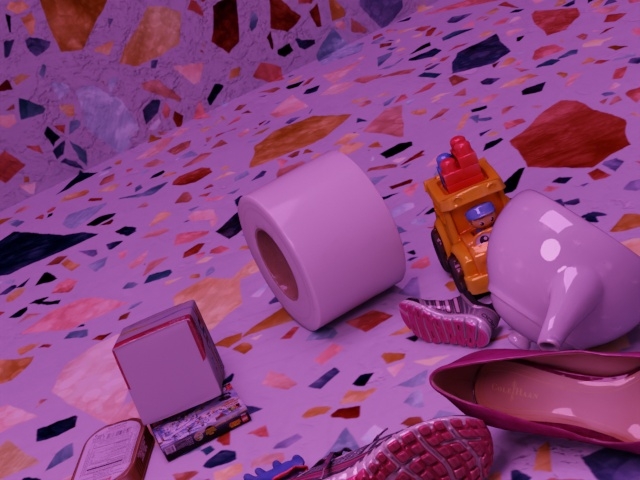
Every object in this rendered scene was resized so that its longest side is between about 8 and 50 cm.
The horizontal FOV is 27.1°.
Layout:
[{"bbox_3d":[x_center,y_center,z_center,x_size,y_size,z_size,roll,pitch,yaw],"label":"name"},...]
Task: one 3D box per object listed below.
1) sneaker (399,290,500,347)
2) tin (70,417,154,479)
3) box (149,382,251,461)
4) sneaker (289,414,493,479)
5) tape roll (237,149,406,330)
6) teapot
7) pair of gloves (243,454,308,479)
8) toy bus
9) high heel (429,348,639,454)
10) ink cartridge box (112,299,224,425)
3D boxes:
[{"bbox_3d":[0.192,0.108,1.937,0.170,0.063,0.075,9,37,44],"label":"sneaker"},{"bbox_3d":[-0.304,0.322,1.933,0.106,0.040,0.190,-22,22,11],"label":"tin"},{"bbox_3d":[-0.178,0.266,1.954,0.137,0.027,0.094,-25,23,-10],"label":"box"},{"bbox_3d":[0.062,0.280,1.583,0.299,0.121,0.112,-23,19,0],"label":"sneaker"},{"bbox_3d":[0.000,0.000,2.119,0.169,0.246,0.246,-30,23,-17],"label":"tape roll"},{"bbox_3d":[0.312,0.063,1.769,0.252,0.256,0.187,37,96,42],"label":"teapot"},{"bbox_3d":[-0.104,0.321,1.696,0.198,0.023,0.159,-24,-3,-16],"label":"pair of gloves"},{"bbox_3d":[0.242,-0.048,2.056,0.149,0.211,0.220,-20,23,-1],"label":"toy bus"},{"bbox_3d":[0.301,0.182,1.508,0.181,0.127,0.377,8,-11,-36],"label":"high heel"},{"bbox_3d":[-0.227,0.181,2.013,0.127,0.128,0.176,-23,8,0],"label":"ink cartridge box"}]
